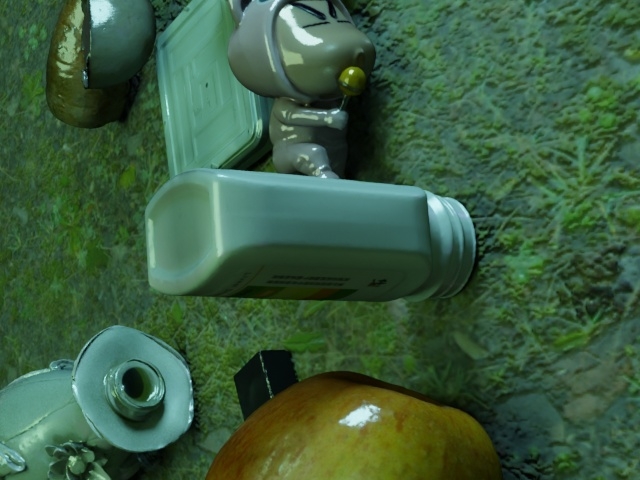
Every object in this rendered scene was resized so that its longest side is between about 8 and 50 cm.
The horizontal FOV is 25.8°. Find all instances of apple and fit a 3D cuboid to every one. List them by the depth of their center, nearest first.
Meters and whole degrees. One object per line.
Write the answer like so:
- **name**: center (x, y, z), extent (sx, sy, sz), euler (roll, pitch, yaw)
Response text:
- **apple**: center (0.033, 0.262, 1.384), extent (0.299, 0.299, 0.275), euler (38, 105, 52)

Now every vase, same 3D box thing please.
- **vase**: center (-0.367, 0.281, 2.070), extent (0.445, 0.249, 0.250), euler (-35, 60, 47)

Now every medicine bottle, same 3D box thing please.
- **medicine bottle**: center (0.000, 0.000, 1.396), extent (0.179, 0.324, 0.124), euler (-22, 71, 53)

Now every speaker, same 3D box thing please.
- **speaker**: center (-0.048, 0.250, 1.726), extent (0.082, 0.044, 0.218), euler (-47, 51, 46)

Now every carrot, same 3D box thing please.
- **carrot**: center (-0.343, -0.321, 2.133), extent (0.138, 0.138, 0.302), euler (35, 117, 53)

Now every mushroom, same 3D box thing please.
- **mushroom**: center (-0.292, -0.302, 1.992), extent (0.141, 0.117, 0.188), euler (93, 175, -65)

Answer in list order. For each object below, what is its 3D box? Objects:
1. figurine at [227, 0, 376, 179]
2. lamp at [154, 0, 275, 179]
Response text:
- **figurine**: center (-0.001, -0.164, 1.588), extent (0.186, 0.176, 0.288), euler (-11, 85, 39)
- **lamp**: center (-0.143, -0.207, 1.886), extent (0.269, 0.047, 0.267), euler (-34, 60, 53)
